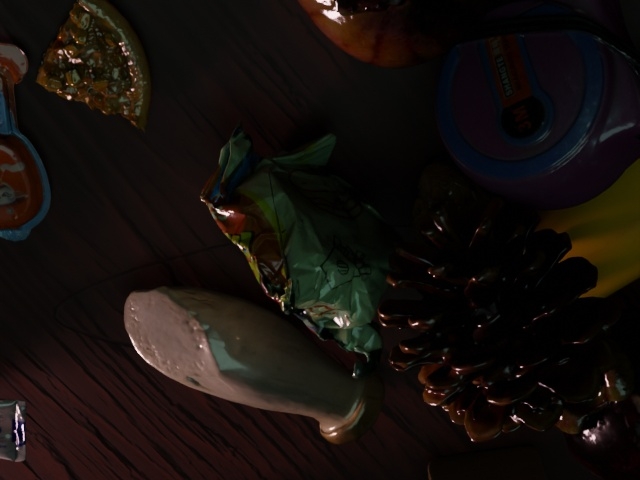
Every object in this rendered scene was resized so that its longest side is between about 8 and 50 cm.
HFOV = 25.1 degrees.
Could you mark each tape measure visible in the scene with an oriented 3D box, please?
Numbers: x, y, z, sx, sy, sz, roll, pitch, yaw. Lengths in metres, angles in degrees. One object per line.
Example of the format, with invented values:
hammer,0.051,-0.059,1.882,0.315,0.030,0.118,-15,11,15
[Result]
tape measure,0.249,-0.154,1.540,0.245,0.231,0.149,-24,157,24

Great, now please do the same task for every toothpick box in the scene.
toothpick box,0.236,0.446,1.913,0.188,0.190,0.308,-7,115,1

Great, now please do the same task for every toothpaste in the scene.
toothpaste,-0.524,0.215,1.779,0.323,0.066,0.100,8,122,0

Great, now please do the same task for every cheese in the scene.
cheese,-0.367,-0.110,1.637,0.106,0.037,0.256,-2,121,-4

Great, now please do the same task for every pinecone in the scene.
pinecone,0.174,0.075,1.524,0.264,0.264,0.264,-1,120,-2

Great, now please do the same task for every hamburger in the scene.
hamburger,0.004,-0.003,1.610,0.150,0.260,0.276,-37,138,9

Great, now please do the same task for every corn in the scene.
corn,0.184,0.052,1.717,0.119,0.119,0.321,-14,121,5

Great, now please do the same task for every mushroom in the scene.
mushroom,-0.077,0.147,1.755,0.350,0.128,0.128,28,114,-22

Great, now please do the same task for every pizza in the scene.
pizza,-0.256,-0.195,1.593,0.131,0.041,0.178,-5,120,2

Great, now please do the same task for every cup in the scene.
cup,0.357,-0.047,1.636,0.196,0.196,0.280,37,119,-21

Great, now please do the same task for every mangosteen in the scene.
mangosteen,0.368,0.183,1.730,0.265,0.228,0.228,19,118,-33

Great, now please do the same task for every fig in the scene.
fig,0.084,-0.288,1.474,0.235,0.214,0.235,-10,112,-24
